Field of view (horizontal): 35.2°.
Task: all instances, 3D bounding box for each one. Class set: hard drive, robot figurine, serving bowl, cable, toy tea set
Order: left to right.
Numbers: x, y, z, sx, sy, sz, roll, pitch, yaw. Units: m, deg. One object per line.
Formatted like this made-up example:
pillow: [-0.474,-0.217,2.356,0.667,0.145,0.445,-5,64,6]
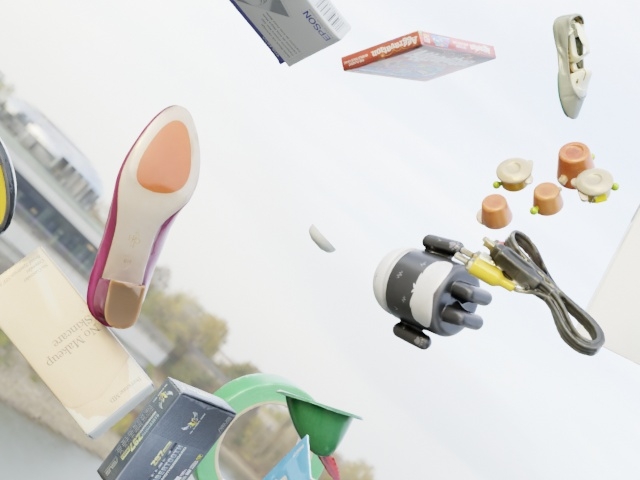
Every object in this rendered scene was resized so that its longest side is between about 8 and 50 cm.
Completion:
serving bowl: [0.000,0.000,2.338,0.083,0.027,0.083,47,0,0]
robot figurine: [0.247,0.115,2.271,0.278,0.209,0.173,20,-37,43]
cable: [0.366,0.085,1.706,0.287,0.139,0.072,44,-46,18]
toy tea set: [0.534,-0.113,2.425,0.124,0.336,0.200,68,11,-46]
hard drive: [0.685,0.077,1.984,0.233,0.353,0.047,27,2,1]

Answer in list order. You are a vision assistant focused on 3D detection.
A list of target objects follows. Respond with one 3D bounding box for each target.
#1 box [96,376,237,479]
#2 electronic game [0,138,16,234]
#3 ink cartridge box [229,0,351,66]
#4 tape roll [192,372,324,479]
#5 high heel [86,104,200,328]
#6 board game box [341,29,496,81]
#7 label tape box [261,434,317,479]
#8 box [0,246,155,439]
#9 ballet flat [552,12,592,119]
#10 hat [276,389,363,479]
box: [-0.295,0.391,1.962,0.059,0.232,0.183,38,1,40]
electronic game: [-0.579,-0.113,1.671,0.229,0.048,0.229,18,-61,35]
ink cartridge box: [-0.087,-0.413,1.776,0.223,0.045,0.224,48,-32,-18]
tape roll: [-0.138,0.464,2.283,0.321,0.321,0.077,48,-11,-25]
high heel: [-0.303,-0.041,1.663,0.127,0.377,0.181,22,-4,-20]
board game box: [0.169,-0.302,1.674,0.281,0.145,0.027,-8,84,-56]
label tape box: [-0.005,0.499,1.485,0.115,0.249,0.347,11,50,-26]
box: [-0.438,0.180,1.749,0.311,0.148,0.121,48,-15,7]
ballet flat: [0.512,-0.353,2.031,0.068,0.072,0.213,-9,-93,48]
hat: [-0.016,0.411,1.984,0.209,0.183,0.173,18,-9,0]
